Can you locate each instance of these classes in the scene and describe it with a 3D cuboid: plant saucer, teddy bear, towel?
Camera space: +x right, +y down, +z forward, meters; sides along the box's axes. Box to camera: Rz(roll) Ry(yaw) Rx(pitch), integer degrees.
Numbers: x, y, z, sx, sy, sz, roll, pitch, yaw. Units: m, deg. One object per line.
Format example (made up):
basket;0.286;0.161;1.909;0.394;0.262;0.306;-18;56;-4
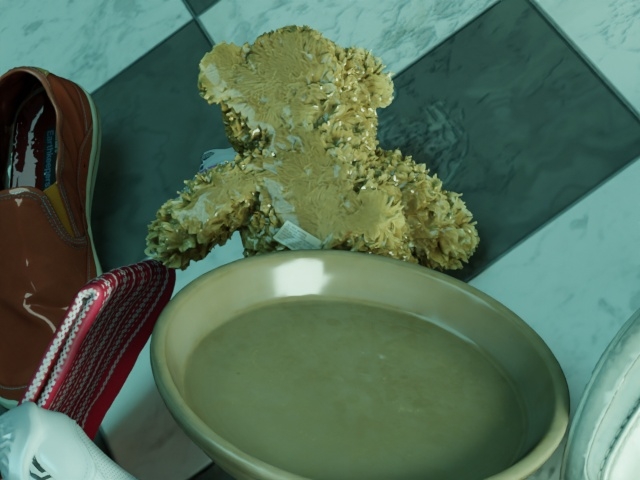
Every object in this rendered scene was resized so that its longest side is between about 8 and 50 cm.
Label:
plant saucer;0.025;0.095;1.243;0.277;0.041;0.278;6;32;-4
teddy bear;0.000;0.000;1.444;0.245;0.113;0.338;-29;65;-9
towel;-0.178;0.108;1.399;0.031;0.275;0.199;28;96;4

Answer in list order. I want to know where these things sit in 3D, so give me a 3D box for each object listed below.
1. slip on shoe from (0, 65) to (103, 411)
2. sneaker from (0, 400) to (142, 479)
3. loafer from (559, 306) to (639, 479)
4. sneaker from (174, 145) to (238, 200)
slip on shoe;-0.254;-0.005;1.644;0.123;0.101;0.331;-12;63;22
sneaker;-0.038;0.211;1.229;0.210;0.137;0.366;-39;82;-14
loafer;0.277;0.067;1.232;0.319;0.112;0.111;-51;35;-14
sneaker;-0.101;-0.051;1.651;0.098;0.038;0.069;-27;41;-1
